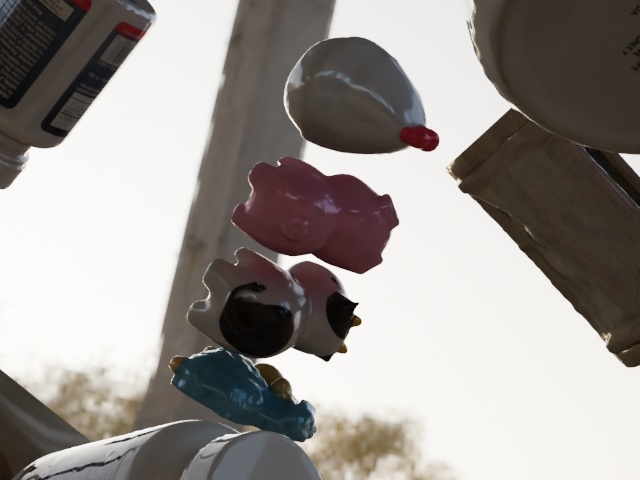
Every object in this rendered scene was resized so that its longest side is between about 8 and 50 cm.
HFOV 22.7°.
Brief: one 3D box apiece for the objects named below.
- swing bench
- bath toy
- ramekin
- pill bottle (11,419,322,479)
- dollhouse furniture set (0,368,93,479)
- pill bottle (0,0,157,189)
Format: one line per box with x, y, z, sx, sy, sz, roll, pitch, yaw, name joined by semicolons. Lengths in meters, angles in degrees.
0.266;-0.034;1.502;0.253;0.255;0.165;49;-56;2;swing bench
0.000;0.000;1.340;0.129;0.348;0.151;30;23;19;bath toy
0.205;-0.167;0.961;0.273;0.127;0.273;1;-39;1;ramekin
-0.054;0.097;0.538;0.067;0.067;0.120;27;-30;-33;pill bottle
-0.209;0.226;0.700;0.362;0.394;0.256;-39;-69;22;dollhouse furniture set
-0.218;-0.133;1.211;0.108;0.180;0.108;38;11;-9;pill bottle
